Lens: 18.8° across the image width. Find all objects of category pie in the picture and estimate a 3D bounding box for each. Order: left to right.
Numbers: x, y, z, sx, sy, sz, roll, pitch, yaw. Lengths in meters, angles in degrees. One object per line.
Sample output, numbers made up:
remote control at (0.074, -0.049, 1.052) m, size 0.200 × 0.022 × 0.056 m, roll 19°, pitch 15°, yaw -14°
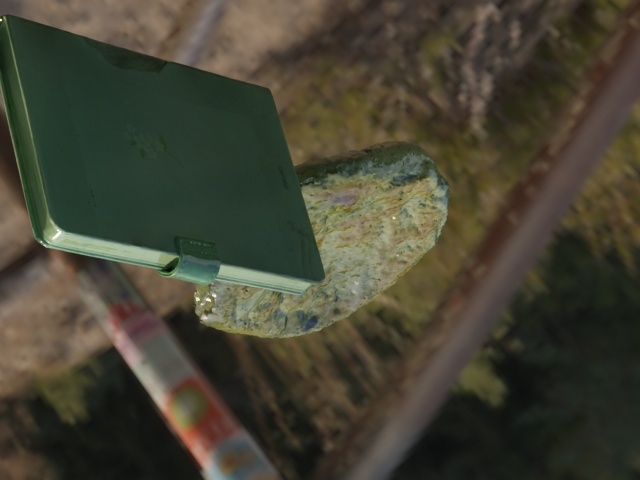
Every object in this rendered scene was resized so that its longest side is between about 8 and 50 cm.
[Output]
pie at (0.000, 0.000, 1.243) m, size 0.187 × 0.041 × 0.187 m, roll -23°, pitch 152°, yaw -13°

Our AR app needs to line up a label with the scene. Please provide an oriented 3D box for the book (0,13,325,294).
book at (-0.061, -0.029, 0.745) m, size 0.135 × 0.103 × 0.017 m, roll 12°, pitch 141°, yaw -43°
